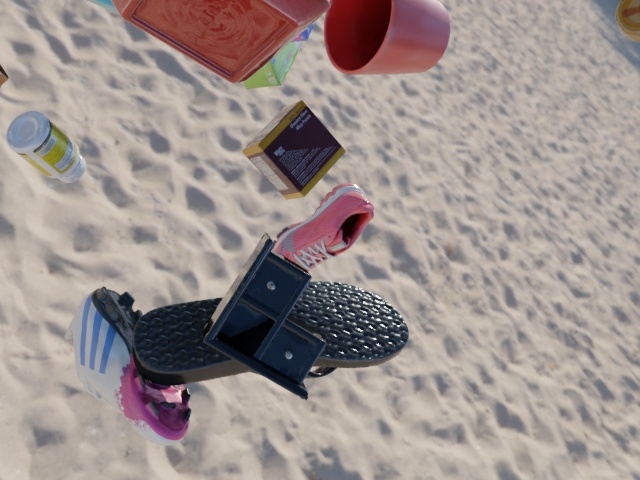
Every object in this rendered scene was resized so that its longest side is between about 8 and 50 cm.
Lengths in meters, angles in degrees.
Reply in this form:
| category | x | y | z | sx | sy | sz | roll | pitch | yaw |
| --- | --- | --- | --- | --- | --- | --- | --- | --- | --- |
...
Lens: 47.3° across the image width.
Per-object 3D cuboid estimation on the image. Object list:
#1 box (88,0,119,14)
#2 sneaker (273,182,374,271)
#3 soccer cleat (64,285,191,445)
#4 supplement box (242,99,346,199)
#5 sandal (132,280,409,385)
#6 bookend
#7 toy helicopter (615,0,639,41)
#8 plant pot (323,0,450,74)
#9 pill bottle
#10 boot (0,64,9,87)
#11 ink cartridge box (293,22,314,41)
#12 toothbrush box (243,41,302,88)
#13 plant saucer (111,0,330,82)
| category | x | y | z | sx | sy | sz | roll | pitch | yaw |
| --- | --- | --- | --- | --- | --- | --- | --- | --- | --- |
| box | -0.440 | -0.483 | 1.240 | 0.244 | 0.100 | 0.060 | 21 | 3 | -9 |
| sneaker | 0.000 | -0.001 | 1.715 | 0.116 | 0.314 | 0.136 | 43 | 2 | -34 |
| soccer cleat | -0.318 | 0.222 | 1.185 | 0.116 | 0.143 | 0.331 | 23 | 22 | -49 |
| supplement box | -0.074 | -0.252 | 2.054 | 0.194 | 0.129 | 0.191 | 47 | 71 | -18 |
| sandal | -0.079 | 0.161 | 1.200 | 0.446 | 0.107 | 0.167 | -2 | 49 | -13 |
| bookend | -0.048 | 0.099 | 0.961 | 0.157 | 0.156 | 0.072 | 33 | 1 | -11 |
| toy helicopter | 0.602 | -0.426 | 1.076 | 0.140 | 0.355 | 0.235 | 10 | 40 | -57 |
| plant pot | 0.181 | -0.545 | 1.876 | 0.243 | 0.275 | 0.274 | 1 | 50 | -39 |
| pill bottle | -0.385 | -0.128 | 1.040 | 0.065 | 0.065 | 0.116 | 61 | 2 | 27 |
| boot | -0.677 | -0.281 | 1.443 | 0.197 | 0.152 | 0.073 | 60 | 2 | -19 |
| ink cartridge box | -0.083 | -0.508 | 1.540 | 0.065 | 0.186 | 0.311 | 53 | 49 | -47 |
| toothbrush box | -0.177 | -0.599 | 2.037 | 0.283 | 0.122 | 0.206 | 65 | 36 | -44 |
| plant saucer | -0.161 | -0.340 | 1.082 | 0.259 | 0.258 | 0.047 | 27 | 62 | -26 |
